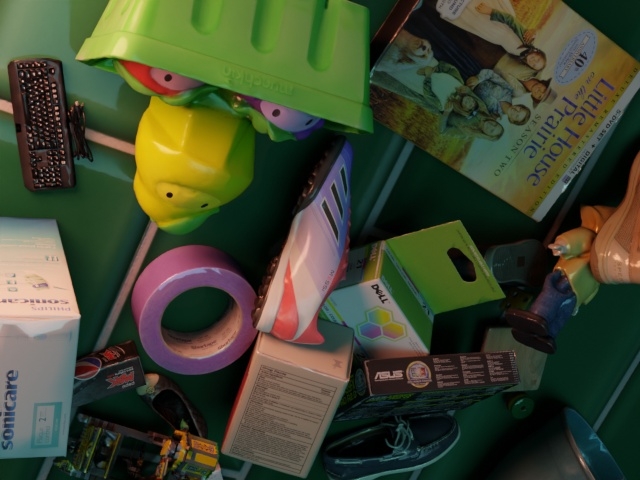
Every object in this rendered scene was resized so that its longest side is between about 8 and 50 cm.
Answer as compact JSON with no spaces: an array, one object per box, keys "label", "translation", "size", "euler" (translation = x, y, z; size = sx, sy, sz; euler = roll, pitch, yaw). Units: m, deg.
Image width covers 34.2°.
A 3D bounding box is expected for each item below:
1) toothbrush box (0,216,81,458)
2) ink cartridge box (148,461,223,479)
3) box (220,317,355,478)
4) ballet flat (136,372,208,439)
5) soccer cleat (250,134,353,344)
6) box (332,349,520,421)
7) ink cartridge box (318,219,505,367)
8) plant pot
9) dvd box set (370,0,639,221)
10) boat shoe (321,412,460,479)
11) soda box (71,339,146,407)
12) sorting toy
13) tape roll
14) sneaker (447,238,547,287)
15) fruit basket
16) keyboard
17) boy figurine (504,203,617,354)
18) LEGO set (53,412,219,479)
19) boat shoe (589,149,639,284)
[{"label":"toothbrush box","translation":[-0.411,0.122,1.408],"size":[0.126,0.295,0.216],"euler":[2,114,-21]},{"label":"ink cartridge box","translation":[-0.262,0.446,1.768],"size":[0.207,0.046,0.097],"euler":[-16,118,-11]},{"label":"box","translation":[-0.052,0.239,1.644],"size":[0.148,0.127,0.232],"euler":[18,124,-4]},{"label":"ballet flat","translation":[-0.236,0.274,1.690],"size":[0.057,0.049,0.173],"euler":[-39,122,1]},{"label":"soccer cleat","translation":[0.000,0.000,1.563],"size":[0.116,0.108,0.318],"euler":[22,85,-8]},{"label":"box","translation":[0.162,0.244,1.735],"size":[0.270,0.060,0.216],"euler":[-2,160,-20]},{"label":"ink cartridge box","translation":[0.136,0.090,1.640],"size":[0.255,0.097,0.189],"euler":[-17,126,27]},{"label":"plant pot","translation":[0.422,0.488,1.929],"size":[0.255,0.272,0.271],"euler":[-34,123,17]},{"label":"dvd box set","translation":[0.276,-0.245,1.611],"size":[0.420,0.062,0.308],"euler":[29,103,-29]},{"label":"boat shoe","translation":[0.124,0.355,1.840],"size":[0.254,0.095,0.079],"euler":[-15,131,-2]},{"label":"soda box","translation":[-0.360,0.214,1.613],"size":[0.169,0.053,0.060],"euler":[-17,120,-12]},{"label":"sorting toy","translation":[0.339,0.195,1.861],"size":[0.132,0.046,0.274],"euler":[0,116,-20]},{"label":"tape roll","translation":[-0.192,0.108,1.606],"size":[0.189,0.080,0.189],"euler":[-8,117,-15]},{"label":"sneaker","translation":[0.293,0.034,1.757],"size":[0.222,0.118,0.083],"euler":[7,87,-51]},{"label":"fruit basket","translation":[-0.142,-0.174,1.396],"size":[0.392,0.283,0.392],"euler":[-4,99,-24]},{"label":"keyboard","translation":[-0.369,-0.157,1.435],"size":[0.100,0.038,0.192],"euler":[-9,119,-16]},{"label":"boy figurine","translation":[0.416,0.043,1.728],"size":[0.285,0.092,0.177],"euler":[-55,139,-19]},{"label":"LEGO set","translation":[-0.317,0.406,1.589],"size":[0.192,0.255,0.331],"euler":[24,85,-28]},{"label":"boat shoe","translation":[0.565,-0.058,1.711],"size":[0.341,0.110,0.122],"euler":[-56,129,-23]}]
